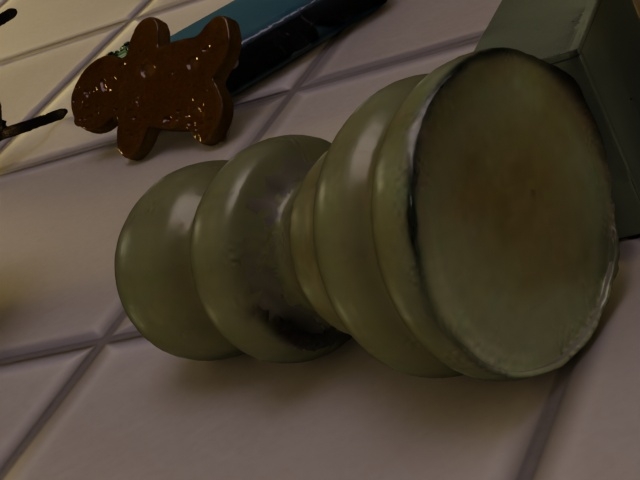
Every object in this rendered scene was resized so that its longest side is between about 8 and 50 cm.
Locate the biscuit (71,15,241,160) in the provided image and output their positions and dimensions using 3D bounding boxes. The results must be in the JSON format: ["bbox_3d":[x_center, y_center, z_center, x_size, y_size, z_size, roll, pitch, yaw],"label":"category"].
[{"bbox_3d":[-0.154,-0.142,1.547,0.205,0.031,0.138,-5,74,37],"label":"biscuit"}]

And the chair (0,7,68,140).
[{"bbox_3d":[-0.396,-0.135,1.709,0.149,0.174,0.213,-18,13,28],"label":"chair"}]

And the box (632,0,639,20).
[{"bbox_3d":[0.250,-0.144,0.983,0.058,0.201,0.141,-2,34,45],"label":"box"}]

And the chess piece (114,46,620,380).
[{"bbox_3d":[0.000,0.000,1.004,0.330,0.182,0.182,-8,28,47],"label":"chess piece"}]

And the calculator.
[{"bbox_3d":[-0.062,-0.208,1.650,0.293,0.051,0.173,-32,22,-15],"label":"calculator"}]

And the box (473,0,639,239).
[{"bbox_3d":[0.172,-0.107,1.079,0.086,0.129,0.225,-14,25,29],"label":"box"}]

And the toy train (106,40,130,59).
[{"bbox_3d":[-0.199,-0.198,1.800,0.083,0.033,0.053,-31,27,-12],"label":"toy train"}]
